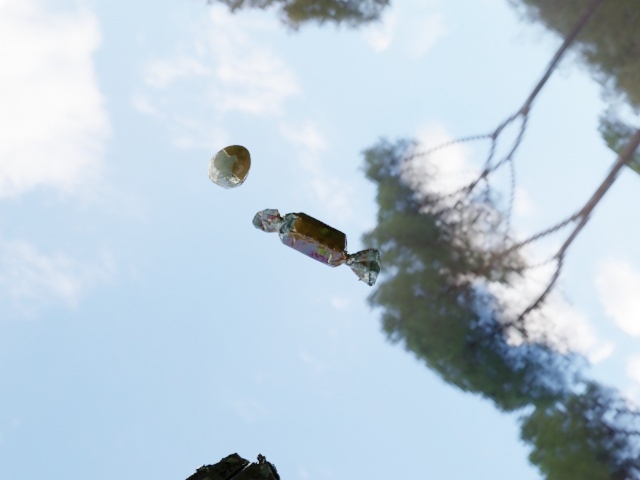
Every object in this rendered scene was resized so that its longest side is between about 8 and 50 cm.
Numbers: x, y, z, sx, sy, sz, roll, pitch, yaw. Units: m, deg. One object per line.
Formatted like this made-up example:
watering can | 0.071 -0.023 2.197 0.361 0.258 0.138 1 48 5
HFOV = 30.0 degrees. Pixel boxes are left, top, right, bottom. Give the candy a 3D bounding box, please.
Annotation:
candy | 0.000 0.000 1.529 0.182 0.053 0.046 28 -129 -12

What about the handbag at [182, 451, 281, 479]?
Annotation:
handbag | -0.115 0.328 1.285 0.260 0.113 0.162 -20 -104 -49

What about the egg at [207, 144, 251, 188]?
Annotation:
egg | -0.157 -0.131 2.096 0.071 0.083 0.071 31 180 0
